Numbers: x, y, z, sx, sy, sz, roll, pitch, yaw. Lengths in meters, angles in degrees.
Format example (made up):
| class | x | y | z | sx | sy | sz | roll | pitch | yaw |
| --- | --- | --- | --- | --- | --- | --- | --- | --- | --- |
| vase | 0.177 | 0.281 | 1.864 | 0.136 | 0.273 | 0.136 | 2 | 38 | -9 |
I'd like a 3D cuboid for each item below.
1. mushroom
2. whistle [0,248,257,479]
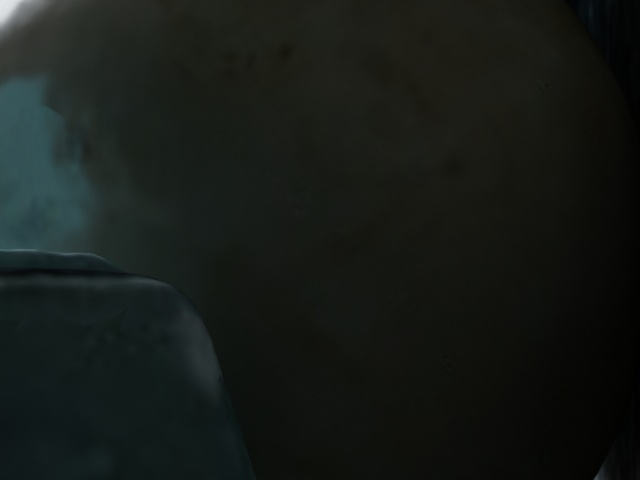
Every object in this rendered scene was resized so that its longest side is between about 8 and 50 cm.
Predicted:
| class | x | y | z | sx | sy | sz | roll | pitch | yaw |
| --- | --- | --- | --- | --- | --- | --- | --- | --- | --- |
| mushroom | 0.000 | 0.000 | 0.495 | 0.204 | 0.204 | 0.204 | 179 | 90 | -89 |
| whistle | -0.040 | 0.210 | 0.376 | 0.188 | 0.168 | 0.404 | 97 | 157 | -70 |
